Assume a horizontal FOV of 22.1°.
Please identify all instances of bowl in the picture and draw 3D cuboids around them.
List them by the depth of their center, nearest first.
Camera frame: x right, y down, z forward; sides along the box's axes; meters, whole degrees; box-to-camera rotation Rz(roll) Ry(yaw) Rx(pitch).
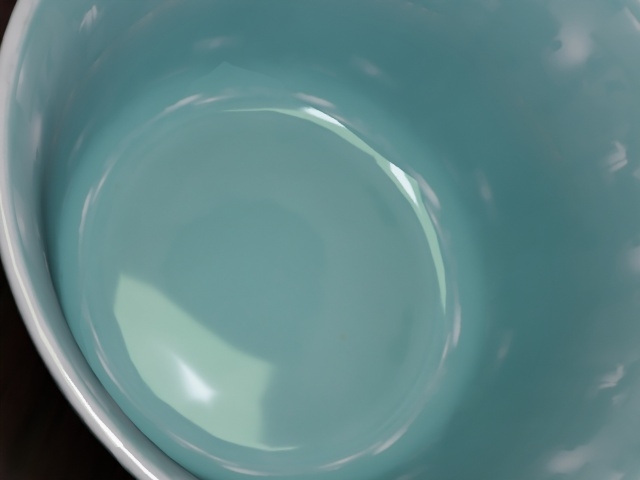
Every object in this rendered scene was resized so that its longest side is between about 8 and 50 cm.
[{"bbox_3d":[0.000,0.000,0.691,0.312,0.163,0.311,7,69,-20],"label":"bowl"}]
